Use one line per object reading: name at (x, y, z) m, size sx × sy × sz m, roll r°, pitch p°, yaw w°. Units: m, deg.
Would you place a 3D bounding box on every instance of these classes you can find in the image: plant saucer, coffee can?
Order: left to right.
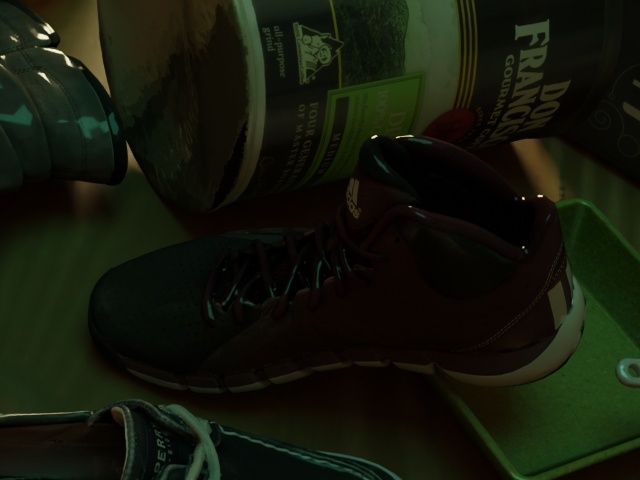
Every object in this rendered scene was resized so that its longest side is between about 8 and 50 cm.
coffee can at (0.023, -0.141, 1.130) m, size 0.275 × 0.201 × 0.201 m, roll -14°, pitch 49°, yaw -28°
plant saucer at (0.134, 0.066, 1.053) m, size 0.188 × 0.045 × 0.188 m, roll -14°, pitch 49°, yaw -30°

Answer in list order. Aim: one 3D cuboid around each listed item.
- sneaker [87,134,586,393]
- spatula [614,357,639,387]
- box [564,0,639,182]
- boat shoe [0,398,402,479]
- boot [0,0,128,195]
sneaker at (0.000, 0.000, 0.950) m, size 0.281 × 0.162 × 0.106 m, roll -2°, pitch 54°, yaw 7°
spatula at (0.280, 0.137, 1.005) m, size 0.242 × 0.019 × 0.168 m, roll 6°, pitch 61°, yaw -17°
box at (0.298, -0.167, 1.268) m, size 0.143 × 0.165 × 0.270 m, roll 35°, pitch 45°, yaw 20°
boat shoe at (-0.088, 0.128, 0.874) m, size 0.301 × 0.102 × 0.108 m, roll 3°, pitch 43°, yaw -14°
boot at (-0.205, -0.035, 1.017) m, size 0.223 × 0.118 × 0.338 m, roll -8°, pitch 50°, yaw -32°
